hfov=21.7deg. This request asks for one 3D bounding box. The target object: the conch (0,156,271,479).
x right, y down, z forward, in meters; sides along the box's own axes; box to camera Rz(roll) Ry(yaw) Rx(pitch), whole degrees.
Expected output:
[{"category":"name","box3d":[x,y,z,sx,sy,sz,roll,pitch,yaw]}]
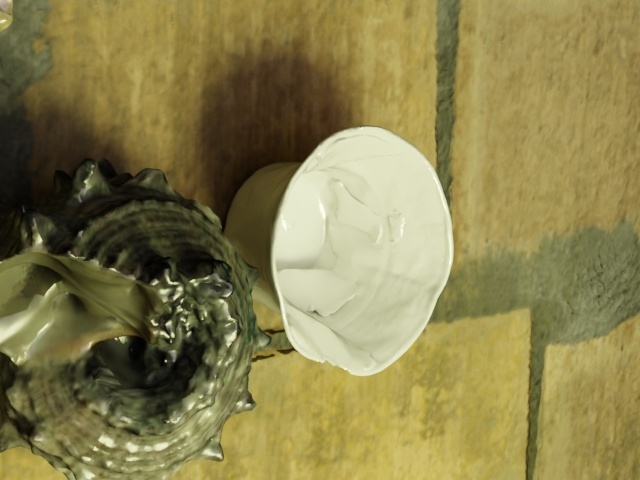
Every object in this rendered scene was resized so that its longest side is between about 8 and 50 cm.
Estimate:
[{"category":"conch","box3d":[-0.165,0.061,1.236,0.241,0.186,0.313,-42,140,-7]}]

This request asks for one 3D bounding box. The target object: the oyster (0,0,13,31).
[{"category":"oyster","box3d":[-0.287,-0.043,1.030,0.115,0.351,0.238,33,33,-9]}]

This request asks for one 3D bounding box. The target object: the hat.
[{"category":"hat","box3d":[0.000,0.000,1.364,0.203,0.126,0.203,-10,106,-37]}]
